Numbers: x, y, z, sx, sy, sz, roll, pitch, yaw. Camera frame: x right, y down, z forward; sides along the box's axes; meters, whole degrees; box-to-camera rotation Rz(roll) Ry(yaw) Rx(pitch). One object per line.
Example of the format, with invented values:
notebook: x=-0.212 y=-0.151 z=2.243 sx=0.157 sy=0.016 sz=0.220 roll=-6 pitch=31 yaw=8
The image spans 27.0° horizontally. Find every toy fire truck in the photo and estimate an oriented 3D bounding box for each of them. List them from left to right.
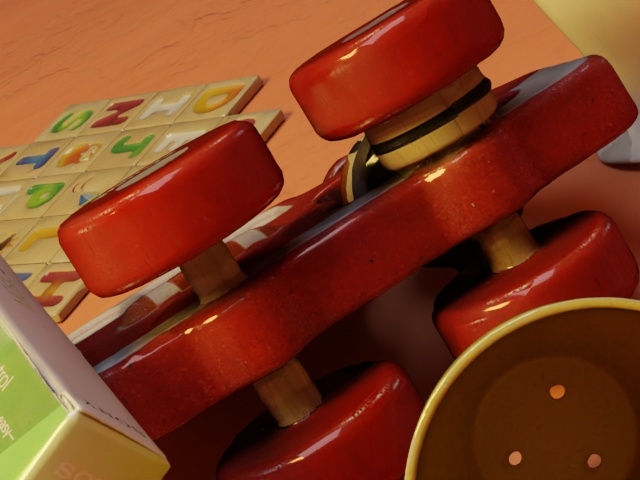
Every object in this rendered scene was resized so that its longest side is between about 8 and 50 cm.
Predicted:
toy fire truck: x=0.000 y=0.000 z=0.682 sx=0.302 sy=0.169 sz=0.254 roll=-34 pitch=11 yaw=-12

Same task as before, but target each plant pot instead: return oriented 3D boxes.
plant pot: x=0.095 y=0.083 z=0.498 sx=0.134 sy=0.134 sz=0.095 roll=-28 pitch=4 yaw=1

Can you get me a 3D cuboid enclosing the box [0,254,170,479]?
box: x=-0.218 y=0.157 z=0.568 sx=0.322 sy=0.058 sz=0.232 roll=-55 pitch=38 yaw=1

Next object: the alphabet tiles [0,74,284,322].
alphabet tiles: x=-0.199 y=-0.034 z=1.040 sx=0.343 sy=0.011 sz=0.285 roll=-3 pitch=37 yaw=38

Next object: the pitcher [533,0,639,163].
pitcher: x=0.174 y=-0.173 z=0.737 sx=0.126 sy=0.207 sz=0.177 roll=-7 pitch=34 yaw=33
